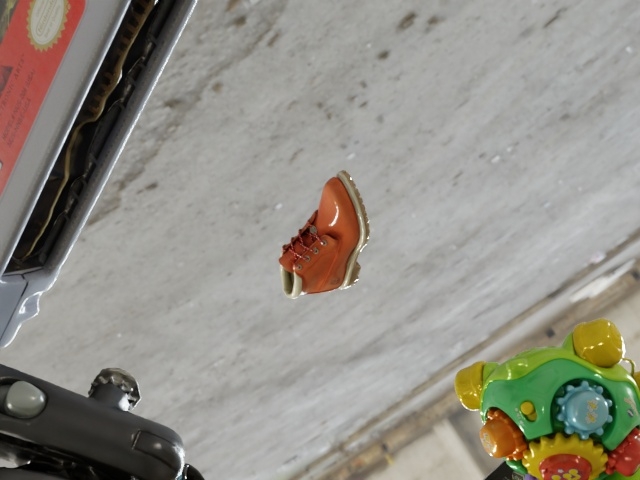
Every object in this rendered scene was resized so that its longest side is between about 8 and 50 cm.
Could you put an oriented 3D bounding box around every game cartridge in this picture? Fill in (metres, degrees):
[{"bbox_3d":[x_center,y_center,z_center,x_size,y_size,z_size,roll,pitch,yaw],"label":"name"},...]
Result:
[{"bbox_3d":[-0.171,-0.110,0.453,0.060,0.196,0.294,-8,138,-53],"label":"game cartridge"}]

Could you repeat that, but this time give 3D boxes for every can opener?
[{"bbox_3d":[-0.142,0.066,0.350,0.073,0.186,0.059,-65,179,-46],"label":"can opener"}]

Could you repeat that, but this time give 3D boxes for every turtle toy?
[{"bbox_3d":[0.135,0.103,0.464,0.095,0.066,0.130,-28,123,32],"label":"turtle toy"}]

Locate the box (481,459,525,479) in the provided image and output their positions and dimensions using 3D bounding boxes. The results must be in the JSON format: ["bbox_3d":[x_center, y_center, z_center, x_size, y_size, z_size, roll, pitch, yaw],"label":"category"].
[{"bbox_3d":[0.146,0.225,0.526,0.147,0.180,0.078,-31,158,-34],"label":"box"}]

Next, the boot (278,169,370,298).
[{"bbox_3d":[0.000,0.000,0.894,0.084,0.059,0.158,-15,138,-21],"label":"boot"}]

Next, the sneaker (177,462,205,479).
[{"bbox_3d":[-0.095,0.171,0.545,0.063,0.162,0.073,30,74,-55],"label":"sneaker"}]
